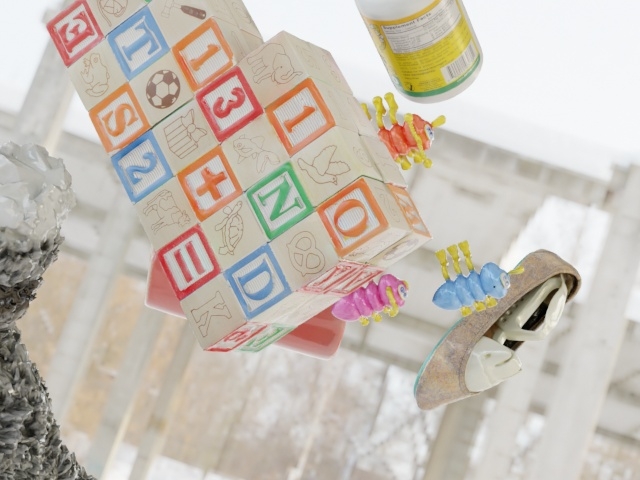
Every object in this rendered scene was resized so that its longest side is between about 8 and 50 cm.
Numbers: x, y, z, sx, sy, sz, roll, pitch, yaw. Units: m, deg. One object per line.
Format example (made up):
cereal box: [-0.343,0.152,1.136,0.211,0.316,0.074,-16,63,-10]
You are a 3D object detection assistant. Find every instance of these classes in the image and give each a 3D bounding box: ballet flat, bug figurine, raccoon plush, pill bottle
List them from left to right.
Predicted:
raccoon plush: [-0.217,0.143,1.182,0.299,0.446,0.216,5,46,-51]
bug figurine: [0.081,-0.008,1.621,0.279,0.216,0.072,60,18,-18]
pill bottle: [0.107,-0.269,1.735,0.117,0.117,0.208,12,-33,35]
ballet flat: [0.262,0.134,2.125,0.106,0.316,0.107,25,-24,42]

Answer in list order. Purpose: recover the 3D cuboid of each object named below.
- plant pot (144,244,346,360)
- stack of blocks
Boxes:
plant pot: [-0.088,0.000,1.845,0.243,0.275,0.275,7,-9,-7]
stack of blocks: [-0.066,-0.085,1.121,0.297,0.171,0.087,62,19,17]
